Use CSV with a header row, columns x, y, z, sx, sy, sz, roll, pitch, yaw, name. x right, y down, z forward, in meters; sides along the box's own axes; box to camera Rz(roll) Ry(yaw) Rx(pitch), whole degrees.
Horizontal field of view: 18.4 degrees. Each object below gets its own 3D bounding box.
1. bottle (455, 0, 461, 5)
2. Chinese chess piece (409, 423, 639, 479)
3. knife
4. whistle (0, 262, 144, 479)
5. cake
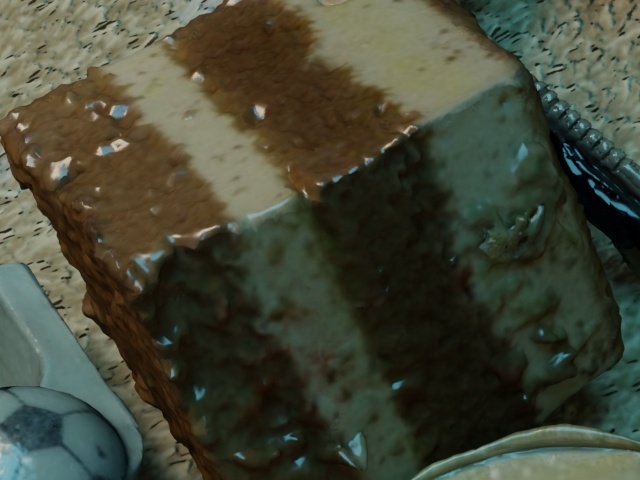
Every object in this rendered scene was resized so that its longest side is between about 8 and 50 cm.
x,y,z,sx,sy,sz,roll,pitch,yaw,name
0.021,-0.151,1.451,0.148,0.147,0.236,7,62,19,bottle
0.137,0.269,1.080,0.338,0.140,0.338,-7,52,9,Chinese chess piece
0.124,-0.091,1.327,0.365,0.089,0.043,44,56,12,knife
-0.201,0.144,1.252,0.163,0.163,0.289,-31,50,-12,whistle
0.000,0.000,1.217,0.290,0.255,0.282,-30,36,-9,cake
